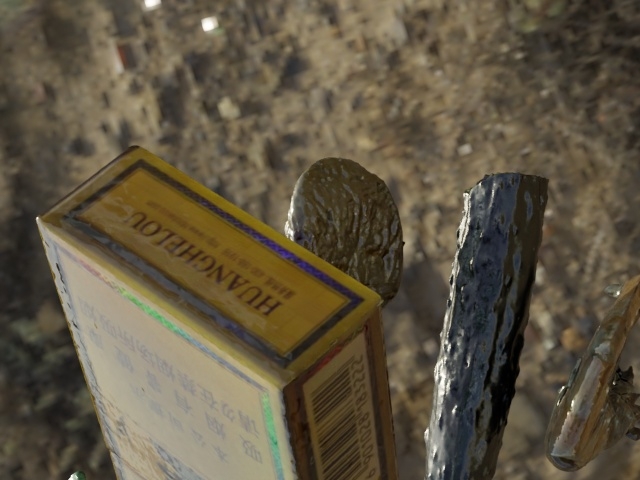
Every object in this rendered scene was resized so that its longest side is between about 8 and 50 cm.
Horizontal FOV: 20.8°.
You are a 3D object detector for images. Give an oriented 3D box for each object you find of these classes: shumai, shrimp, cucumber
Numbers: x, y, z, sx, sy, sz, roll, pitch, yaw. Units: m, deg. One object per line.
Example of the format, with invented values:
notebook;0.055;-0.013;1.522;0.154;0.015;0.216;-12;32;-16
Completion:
shumai;0.008;0.008;1.490;0.105;0.123;0.139;-30;83;53
shrimp;0.251;0.107;1.531;0.075;0.289;0.178;24;99;21
cucumber;0.137;0.089;1.480;0.081;0.072;0.303;175;104;-82

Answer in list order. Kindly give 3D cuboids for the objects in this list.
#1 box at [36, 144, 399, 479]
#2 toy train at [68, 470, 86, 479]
box;-0.047;0.110;1.024;0.193;0.084;0.301;32;148;32
toy train;-0.220;0.416;2.083;0.145;0.202;0.266;-56;36;28
